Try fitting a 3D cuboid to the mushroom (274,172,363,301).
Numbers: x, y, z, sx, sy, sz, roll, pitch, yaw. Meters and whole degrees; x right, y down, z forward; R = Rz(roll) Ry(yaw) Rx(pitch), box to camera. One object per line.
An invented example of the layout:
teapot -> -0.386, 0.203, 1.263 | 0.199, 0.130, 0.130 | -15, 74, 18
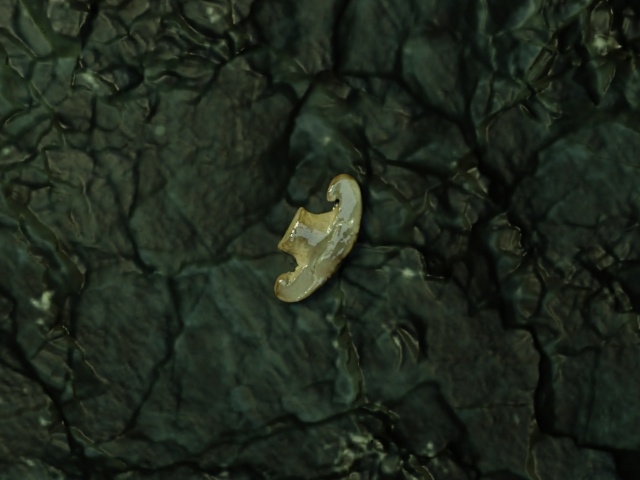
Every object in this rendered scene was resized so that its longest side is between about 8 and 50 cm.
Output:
mushroom -> 0.000, 0.000, 0.870 | 0.049, 0.019, 0.101 | 26, 96, -8
